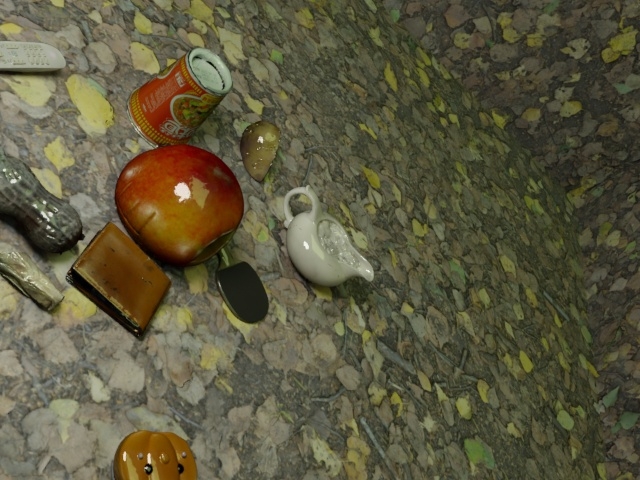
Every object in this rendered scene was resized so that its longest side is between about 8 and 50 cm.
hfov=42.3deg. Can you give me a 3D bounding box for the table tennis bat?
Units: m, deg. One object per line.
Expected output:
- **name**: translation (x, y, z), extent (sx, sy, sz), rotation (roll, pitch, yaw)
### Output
- **table tennis bat**: translation (-0.200, 0.078, 1.927), extent (0.138, 0.022, 0.246), rotation (-21, 80, -55)

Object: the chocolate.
- **chocolate**: translation (-0.551, -0.071, 1.550), extent (0.248, 0.110, 0.110), rotation (45, 36, -16)

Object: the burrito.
- **burrito**: translation (-0.533, 0.068, 1.510), extent (0.149, 0.041, 0.055), rotation (45, 49, -16)

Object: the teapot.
- **teapot**: translation (0.000, 0.000, 2.124), extent (0.208, 0.166, 0.299), rotation (-45, 110, -43)

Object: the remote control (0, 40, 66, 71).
- **remote control**: translation (-0.646, -0.382, 1.740), extent (0.229, 0.044, 0.073), rotation (-14, 70, -45)

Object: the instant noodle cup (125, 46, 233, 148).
- **instant noodle cup**: translation (-0.321, -0.339, 1.948), extent (0.193, 0.212, 0.193), rotation (30, 43, -33)

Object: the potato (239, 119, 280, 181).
- **potato**: translation (-0.168, -0.254, 2.173), extent (0.089, 0.100, 0.172), rotation (25, 48, -30)

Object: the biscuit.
- **biscuit**: translation (-0.293, 0.425, 1.506), extent (0.170, 0.050, 0.170), rotation (30, 43, -32)

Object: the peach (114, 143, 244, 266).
- **peach**: translation (-0.305, -0.093, 1.802), extent (0.274, 0.245, 0.248), rotation (46, 6, 4)

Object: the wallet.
- **wallet**: translation (-0.402, 0.078, 1.668), extent (0.195, 0.042, 0.161), rotation (45, 40, -19)
